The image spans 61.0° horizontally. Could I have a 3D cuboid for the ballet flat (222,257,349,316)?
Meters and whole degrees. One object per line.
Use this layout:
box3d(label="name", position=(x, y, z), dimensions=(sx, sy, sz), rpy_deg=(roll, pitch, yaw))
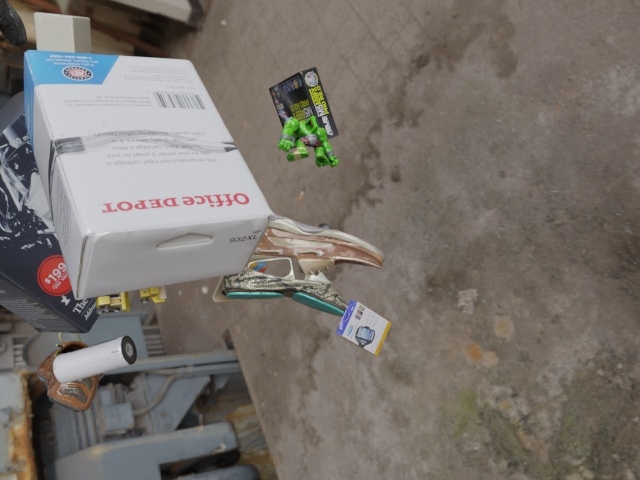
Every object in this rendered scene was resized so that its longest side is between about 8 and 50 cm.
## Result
box3d(label="ballet flat", position=(-0.109, 0.153, 1.982), dimensions=(0.164, 0.483, 0.182), rpy_deg=(111, 169, -71))

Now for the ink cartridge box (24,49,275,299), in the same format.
box3d(label="ink cartridge box", position=(-0.233, -0.096, 0.706), dimensions=(0.307, 0.223, 0.129), rpy_deg=(60, 139, 27))

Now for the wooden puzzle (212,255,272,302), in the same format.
box3d(label="wooden puzzle", position=(-0.314, 0.150, 2.232), dimensions=(0.044, 0.221, 0.239), rpy_deg=(39, 114, 35))

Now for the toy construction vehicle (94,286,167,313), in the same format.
box3d(label="toy construction vehicle", position=(-0.271, 0.058, 0.779), dimensions=(0.035, 0.098, 0.086), rpy_deg=(131, 132, -57))

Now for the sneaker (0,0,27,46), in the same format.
box3d(label="sneaker", position=(-0.549, -0.386, 0.865), dimensions=(0.051, 0.089, 0.170), rpy_deg=(4, 123, 31))

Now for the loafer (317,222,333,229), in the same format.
box3d(label="loafer", position=(0.000, 0.000, 2.080), dimensions=(0.078, 0.076, 0.223), rpy_deg=(-57, 0, -23))

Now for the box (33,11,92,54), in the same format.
box3d(label="box", position=(-0.678, -0.455, 1.450), dimensions=(0.094, 0.113, 0.275), rpy_deg=(-68, -14, -69))

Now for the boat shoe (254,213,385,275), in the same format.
box3d(label="boat shoe", position=(-0.016, 0.025, 1.252), dimensions=(0.123, 0.324, 0.116), rpy_deg=(54, -129, -84))

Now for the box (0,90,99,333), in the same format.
box3d(label="box", position=(-0.488, -0.058, 0.979), dimensions=(0.179, 0.312, 0.343), rpy_deg=(-6, 48, 38))

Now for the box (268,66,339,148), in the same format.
box3d(label="box", position=(-0.058, -0.411, 1.723), dimensions=(0.270, 0.060, 0.216), rpy_deg=(9, 121, 64))

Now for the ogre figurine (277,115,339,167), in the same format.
box3d(label="ogre figurine", position=(-0.034, -0.275, 1.509), dimensions=(0.097, 0.197, 0.118), rpy_deg=(128, 139, -59))

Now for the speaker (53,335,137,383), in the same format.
box3d(label="speaker", position=(-0.407, 0.216, 0.981), dimensions=(0.136, 0.055, 0.055), rpy_deg=(-17, 69, 7))

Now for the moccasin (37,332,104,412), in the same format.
box3d(label="moccasin", position=(-0.602, 0.304, 1.324), dimensions=(0.147, 0.139, 0.380), rpy_deg=(-63, 19, -19))

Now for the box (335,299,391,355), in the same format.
box3d(label="box", position=(0.089, 0.186, 1.168), dimensions=(0.028, 0.136, 0.081), rpy_deg=(8, 67, 54))
